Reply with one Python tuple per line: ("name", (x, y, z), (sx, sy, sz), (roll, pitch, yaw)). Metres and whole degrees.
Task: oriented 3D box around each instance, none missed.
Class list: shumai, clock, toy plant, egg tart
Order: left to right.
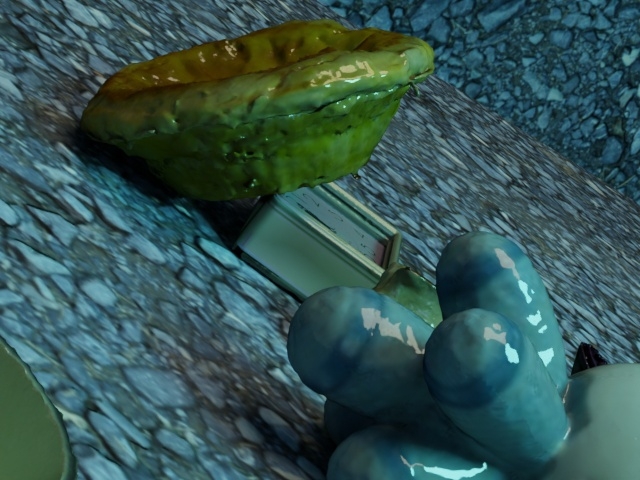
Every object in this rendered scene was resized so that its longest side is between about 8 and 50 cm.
("egg tart", (-0.054, -0.117, 1.584), (0.341, 0.341, 0.132), (-77, 158, -74))
("clock", (0.000, 0.000, 1.651), (0.147, 0.071, 0.192), (36, 15, -4))
("shumai", (0.064, 0.079, 1.471), (0.145, 0.116, 0.145), (35, 17, -12))
("toy plant", (0.125, 0.133, 1.262), (0.332, 0.247, 0.247), (33, 15, -10))

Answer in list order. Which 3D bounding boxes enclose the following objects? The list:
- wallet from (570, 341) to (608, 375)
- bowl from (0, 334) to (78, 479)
("wallet", (0.228, 0.182, 1.470), (0.030, 0.166, 0.111), (8, 19, -2))
("bowl", (-0.227, 0.091, 0.772), (0.211, 0.112, 0.211), (34, 16, -11))
